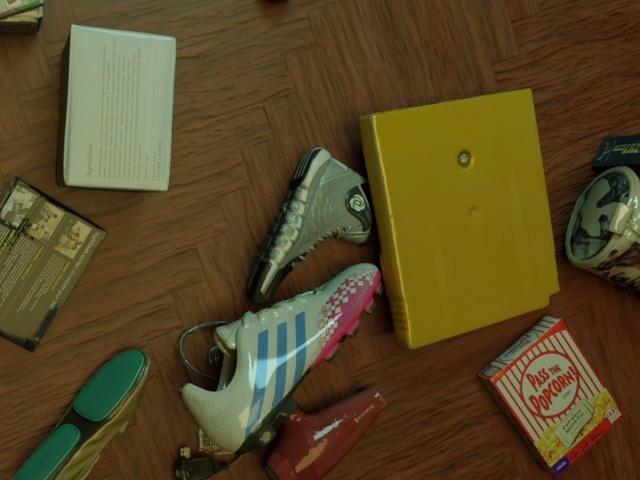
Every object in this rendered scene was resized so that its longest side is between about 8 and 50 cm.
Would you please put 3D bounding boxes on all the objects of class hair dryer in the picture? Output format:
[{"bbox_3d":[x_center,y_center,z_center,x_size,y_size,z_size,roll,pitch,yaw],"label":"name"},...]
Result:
[{"bbox_3d":[-0.048,0.229,1.252,0.294,0.080,0.223,6,90,-19],"label":"hair dryer"}]

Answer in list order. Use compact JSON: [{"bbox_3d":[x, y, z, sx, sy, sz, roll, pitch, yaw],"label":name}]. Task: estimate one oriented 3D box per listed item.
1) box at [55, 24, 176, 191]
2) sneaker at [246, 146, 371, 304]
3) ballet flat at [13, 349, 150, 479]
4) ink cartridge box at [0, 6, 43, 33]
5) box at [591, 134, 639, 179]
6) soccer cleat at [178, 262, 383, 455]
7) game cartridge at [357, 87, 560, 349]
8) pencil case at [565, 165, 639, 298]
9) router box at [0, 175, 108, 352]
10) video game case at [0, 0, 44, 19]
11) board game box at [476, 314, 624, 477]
[{"bbox_3d":[-0.249,-0.149,1.114,0.119,0.181,0.181,3,92,-19],"label":"box"},{"bbox_3d":[0.000,0.000,1.252,0.132,0.086,0.228,27,84,-16],"label":"sneaker"},{"bbox_3d":[-0.292,0.240,1.181,0.232,0.080,0.073,-49,140,-18],"label":"ballet flat"},{"bbox_3d":[-0.437,-0.381,1.075,0.202,0.117,0.278,-5,94,-18],"label":"ink cartridge box"},{"bbox_3d":[0.548,-0.080,1.376,0.233,0.183,0.059,28,84,-18],"label":"box"},{"bbox_3d":[-0.047,0.121,1.205,0.143,0.116,0.331,40,59,1],"label":"soccer cleat"},{"bbox_3d":[0.202,-0.037,1.313,0.286,0.053,0.323,-13,98,-28],"label":"game cartridge"},{"bbox_3d":[0.551,0.047,1.385,0.410,0.183,0.159,29,84,-16],"label":"pencil case"},{"bbox_3d":[-0.368,0.030,1.155,0.133,0.046,0.178,33,83,-17],"label":"router box"},{"bbox_3d":[-0.431,-0.326,1.004,0.193,0.023,0.212,-23,100,-16],"label":"video game case"},{"bbox_3d":[0.345,0.232,1.398,0.147,0.045,0.193,-39,103,-13],"label":"board game box"}]
